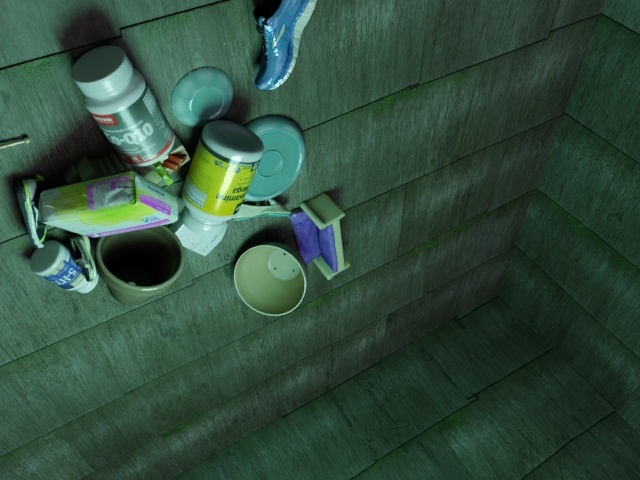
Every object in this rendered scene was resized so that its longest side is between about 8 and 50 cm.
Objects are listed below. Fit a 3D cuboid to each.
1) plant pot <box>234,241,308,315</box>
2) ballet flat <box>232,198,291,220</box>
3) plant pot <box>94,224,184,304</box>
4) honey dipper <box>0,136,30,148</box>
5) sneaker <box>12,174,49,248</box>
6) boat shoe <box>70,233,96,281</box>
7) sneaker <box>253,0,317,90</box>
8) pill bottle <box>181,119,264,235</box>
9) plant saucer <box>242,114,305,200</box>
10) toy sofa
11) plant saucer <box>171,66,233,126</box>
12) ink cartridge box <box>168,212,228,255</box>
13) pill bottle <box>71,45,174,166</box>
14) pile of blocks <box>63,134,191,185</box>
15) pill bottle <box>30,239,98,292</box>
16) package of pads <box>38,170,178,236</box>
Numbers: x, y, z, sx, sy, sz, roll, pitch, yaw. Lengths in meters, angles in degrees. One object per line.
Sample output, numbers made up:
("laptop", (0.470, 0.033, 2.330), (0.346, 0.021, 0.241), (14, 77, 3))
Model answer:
("plant pot", (-0.168, 0.125, 2.251), (0.284, 0.284, 0.191), (-56, 177, 23))
("ballet flat", (-0.210, -0.119, 2.065), (0.249, 0.086, 0.086), (-7, 134, -40))
("plant pot", (-0.583, 0.092, 1.845), (0.263, 0.263, 0.229), (-14, 155, -32))
("honey dipper", (-0.804, -0.230, 1.439), (0.161, 0.030, 0.030), (-22, 142, -26))
("sneaker", (-0.768, -0.075, 1.597), (0.097, 0.084, 0.234), (-19, 141, -28))
("boat shoe", (-0.704, 0.054, 1.711), (0.049, 0.056, 0.152), (-24, 109, -48))
("sneaker", (-0.132, -0.578, 1.608), (0.147, 0.129, 0.329), (4, 121, -31))
("pill bottle", (-0.313, -0.182, 1.775), (0.188, 0.188, 0.333), (-4, 135, -40))
("plant saucer", (-0.177, -0.261, 1.932), (0.318, 0.044, 0.317), (-22, 135, -24))
("toy sofa", (0.000, 0.000, 2.328), (0.177, 0.150, 0.362), (-30, 144, -16))
("plant saucer", (-0.331, -0.403, 1.673), (0.195, 0.037, 0.194), (-25, 143, -21))
("ink cartridge box", (-0.387, -0.066, 1.984), (0.232, 0.066, 0.189), (-42, 146, 10))
("pill bottle", (-0.500, -0.338, 1.481), (0.161, 0.161, 0.283), (-33, 145, -10))
("pile of blocks", (-0.531, -0.186, 1.666), (0.362, 0.112, 0.148), (-19, 140, -26))
("pill bottle", (-0.767, 0.087, 1.755), (0.112, 0.112, 0.186), (-39, 145, 0))
("package of pads", (-0.576, -0.090, 1.583), (0.297, 0.101, 0.229), (-11, 167, 13))
